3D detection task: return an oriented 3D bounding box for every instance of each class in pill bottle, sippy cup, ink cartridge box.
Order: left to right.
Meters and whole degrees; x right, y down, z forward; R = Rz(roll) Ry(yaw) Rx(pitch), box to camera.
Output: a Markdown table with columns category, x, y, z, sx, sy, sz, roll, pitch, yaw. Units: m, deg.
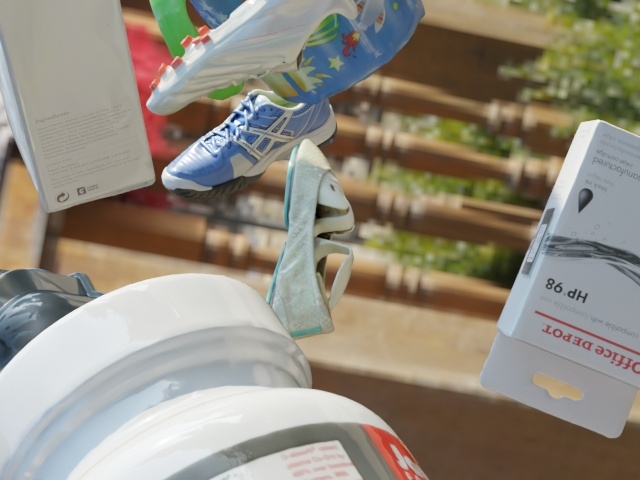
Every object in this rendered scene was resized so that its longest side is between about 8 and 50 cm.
| category | x | y | z | sx | sy | sz | roll | pitch | yaw |
| --- | --- | --- | --- | --- | --- | --- | --- | --- | --- |
| pill bottle | -0.015 | 0.199 | 0.848 | 0.363 | 0.210 | 0.210 | 56 | 144 | 33 |
| sippy cup | -0.025 | -0.258 | 1.770 | 0.305 | 0.224 | 0.240 | -38 | 20 | -5 |
| ink cartridge box | 0.179 | 0.027 | 1.158 | 0.060 | 0.104 | 0.180 | -150 | 81 | -86 |

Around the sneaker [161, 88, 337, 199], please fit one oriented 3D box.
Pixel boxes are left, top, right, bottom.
| category | x | y | z | sx | sy | sz | roll | pitch | yaw |
| --- | --- | --- | --- | --- | --- | --- | --- | --- | --- |
| sneaker | -0.080 | -0.113 | 1.971 | 0.080 | 0.211 | 0.081 | 34 | 144 | 42 |

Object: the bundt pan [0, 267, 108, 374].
| category | x | y | z | sx | sy | sz | roll | pitch | yaw |
| --- | --- | --- | --- | --- | --- | --- | --- | --- | --- |
| bundt pan | -0.300 | 0.166 | 1.614 | 0.124 | 0.331 | 0.330 | 30 | -116 | -55 |

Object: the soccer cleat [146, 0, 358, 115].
| category | x | y | z | sx | sy | sz | roll | pitch | yaw |
| --- | --- | --- | --- | --- | --- | --- | --- | --- | --- |
| soccer cleat | -0.058 | -0.151 | 1.506 | 0.196 | 0.076 | 0.068 | -37 | 17 | 22 |

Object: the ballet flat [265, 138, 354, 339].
| category | x | y | z | sx | sy | sz | roll | pitch | yaw |
| --- | --- | --- | --- | --- | --- | --- | --- | --- | --- |
| ballet flat | 0.000 | 0.000 | 1.294 | 0.057 | 0.052 | 0.168 | 69 | -156 | -50 |

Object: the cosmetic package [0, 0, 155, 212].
| category | x | y | z | sx | sy | sz | roll | pitch | yaw |
| --- | --- | --- | --- | --- | --- | --- | --- | --- | --- |
| cosmetic package | -0.323 | -0.250 | 2.275 | 0.385 | 0.156 | 0.217 | 86 | 162 | -47 |
